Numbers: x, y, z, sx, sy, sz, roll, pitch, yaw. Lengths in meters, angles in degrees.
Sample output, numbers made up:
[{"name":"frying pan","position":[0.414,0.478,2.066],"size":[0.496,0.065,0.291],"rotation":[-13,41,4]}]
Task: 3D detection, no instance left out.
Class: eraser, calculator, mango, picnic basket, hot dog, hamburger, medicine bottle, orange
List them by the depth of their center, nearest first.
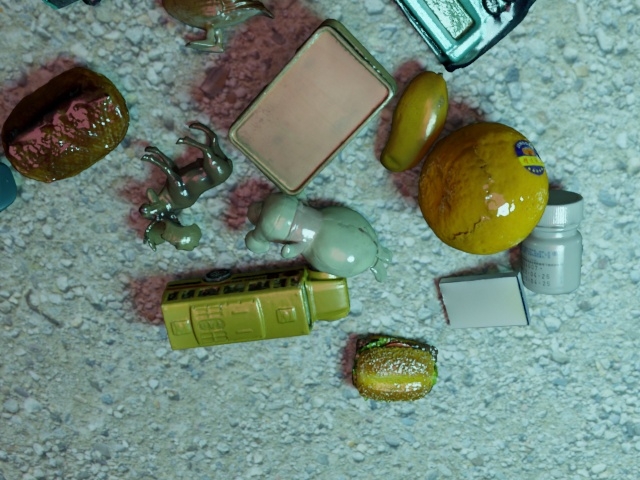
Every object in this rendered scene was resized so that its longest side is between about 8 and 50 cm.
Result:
[{"name":"calculator","position":[0.239,-0.434,1.079],"size":[0.274,0.058,0.248],"rotation":[-41,119,13]},{"name":"orange","position":[0.266,-0.084,1.145],"size":[0.219,0.193,0.219],"rotation":[-1,88,43]},{"name":"picnic basket","position":[-0.014,-0.216,1.149],"size":[0.165,0.139,0.266],"rotation":[41,106,-11]},{"name":"mango","position":[0.160,-0.196,1.179],"size":[0.075,0.098,0.190],"rotation":[2,122,-42]},{"name":"hot dog","position":[-0.430,-0.197,1.195],"size":[0.227,0.099,0.160],"rotation":[-26,106,10]},{"name":"medicine bottle","position":[0.406,0.003,1.229],"size":[0.105,0.105,0.168],"rotation":[-4,110,4]},{"name":"eraser","position":[0.301,0.113,1.284],"size":[0.150,0.023,0.103],"rotation":[-7,111,31]},{"name":"hamburger","position":[0.143,0.255,1.336],"size":[0.166,0.087,0.137],"rotation":[5,110,0]}]

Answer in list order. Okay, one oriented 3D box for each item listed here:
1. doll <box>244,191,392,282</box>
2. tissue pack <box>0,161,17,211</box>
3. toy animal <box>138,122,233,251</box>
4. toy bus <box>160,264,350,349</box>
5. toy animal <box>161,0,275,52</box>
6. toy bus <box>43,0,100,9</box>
[{"name":"doll","position":[0.000,-0.009,1.221],"size":[0.275,0.155,0.113],"rotation":[17,139,-1]},{"name":"tissue pack","position":[-0.675,-0.140,1.172],"size":[0.206,0.198,0.287],"rotation":[-20,110,7]},{"name":"toy animal","position":[-0.247,-0.083,1.232],"size":[0.214,0.093,0.186],"rotation":[-28,114,3]},{"name":"toy bus","position":[-0.116,0.118,1.280],"size":[0.336,0.123,0.121],"rotation":[-7,109,5]},{"name":"toy animal","position":[-0.165,-0.397,1.128],"size":[0.188,0.089,0.179],"rotation":[0,94,8]},{"name":"toy bus","position":[-0.333,-0.457,1.099],"size":[0.262,0.091,0.109],"rotation":[-20,75,8]}]
